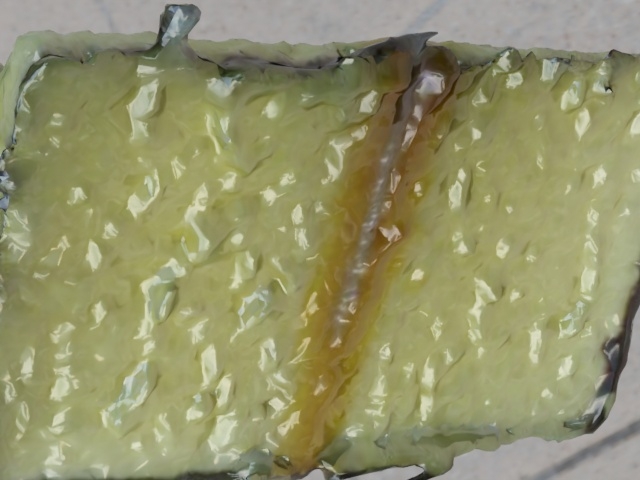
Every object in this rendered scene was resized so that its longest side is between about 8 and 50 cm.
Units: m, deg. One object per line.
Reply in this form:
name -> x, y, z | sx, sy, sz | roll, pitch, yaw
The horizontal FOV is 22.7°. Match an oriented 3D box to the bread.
bread -> 0.000, 0.000, 0.566 | 0.142, 0.266, 0.178 | -146, 59, -61
